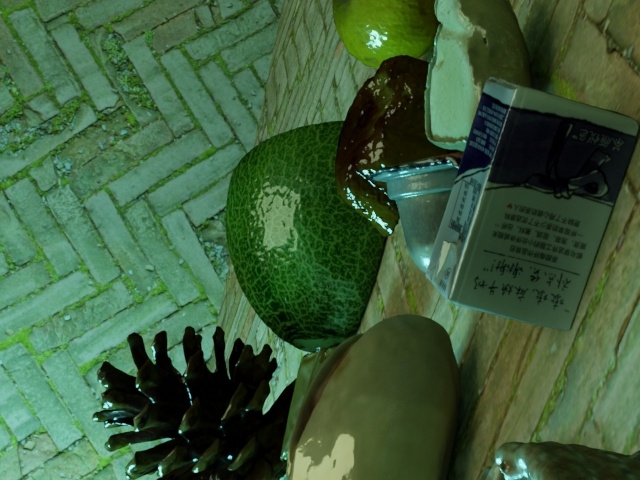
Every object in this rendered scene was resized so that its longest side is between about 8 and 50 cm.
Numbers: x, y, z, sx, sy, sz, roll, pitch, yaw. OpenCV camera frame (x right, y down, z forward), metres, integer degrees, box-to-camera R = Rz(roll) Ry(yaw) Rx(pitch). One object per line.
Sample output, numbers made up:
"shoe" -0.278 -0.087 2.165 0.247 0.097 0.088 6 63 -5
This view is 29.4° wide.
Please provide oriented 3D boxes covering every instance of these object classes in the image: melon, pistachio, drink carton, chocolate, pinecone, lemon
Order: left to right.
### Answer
"pinecone" -0.205 0.290 2.056 0.384 0.384 0.384 -165 90 -78
"melon" 0.000 0.000 2.042 0.226 0.331 0.343 53 -148 -56
"pistachio" 0.060 0.235 1.425 0.187 0.187 0.299 132 155 -65
"lemon" 0.115 -0.372 1.901 0.188 0.188 0.257 -89 20 -48
"chocolate" 0.165 -0.026 1.353 0.221 0.221 0.147 146 113 -72
"drink carton" 0.205 -0.035 1.207 0.102 0.134 0.222 -129 54 -72

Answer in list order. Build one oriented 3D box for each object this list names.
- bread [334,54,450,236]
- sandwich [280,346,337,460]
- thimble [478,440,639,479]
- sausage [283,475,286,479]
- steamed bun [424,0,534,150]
"bread" 0.117 -0.151 1.745 0.232 0.135 0.247 -45 26 43
"sandwich" 0.028 0.252 1.739 0.220 0.108 0.186 142 141 -66
"thimble" 0.194 0.256 0.888 0.196 0.148 0.229 121 158 -51
"sausage" -0.034 0.384 2.041 0.223 0.029 0.029 119 161 -49
"steamed bun" 0.203 -0.216 1.490 0.231 0.110 0.212 -157 65 -75
